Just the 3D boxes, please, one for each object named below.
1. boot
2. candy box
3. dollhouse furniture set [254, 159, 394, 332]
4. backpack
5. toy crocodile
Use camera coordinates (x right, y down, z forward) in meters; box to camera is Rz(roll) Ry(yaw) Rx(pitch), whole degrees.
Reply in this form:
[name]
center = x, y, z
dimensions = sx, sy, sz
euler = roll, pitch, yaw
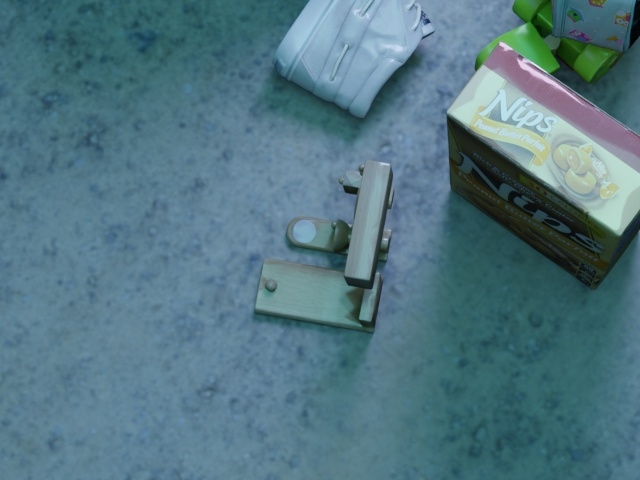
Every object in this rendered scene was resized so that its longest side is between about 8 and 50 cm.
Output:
[boot]
center = 0.068, -0.251, 1.741
dimensions = 0.123, 0.095, 0.258
euler = 33, 92, 1
[candy box]
center = 0.212, -0.060, 1.573
dimensions = 0.183, 0.316, 0.087
euler = 36, 86, 10
[dollhouse furniture set]
center = 0.000, 0.000, 1.669
dimensions = 0.123, 0.151, 0.144
euler = 9, 80, 7
[backpack]
center = 0.261, -0.273, 1.578
dimensions = 0.144, 0.166, 0.188
euler = 9, 74, 7
[toy crocodile]
center = 0.297, -0.259, 1.713
dimensions = 0.340, 0.105, 0.115
euler = -44, 80, -7
